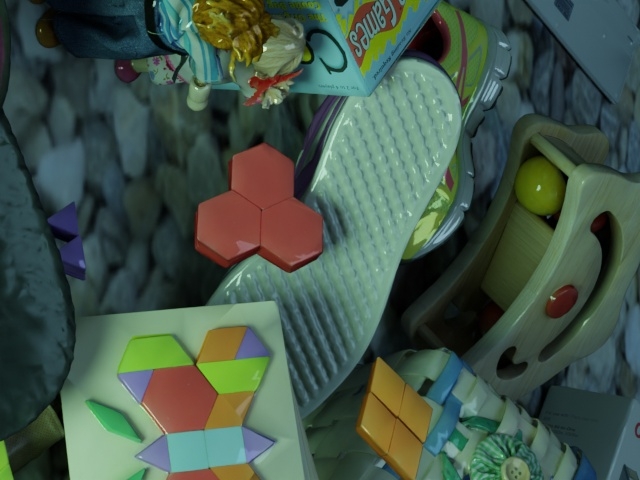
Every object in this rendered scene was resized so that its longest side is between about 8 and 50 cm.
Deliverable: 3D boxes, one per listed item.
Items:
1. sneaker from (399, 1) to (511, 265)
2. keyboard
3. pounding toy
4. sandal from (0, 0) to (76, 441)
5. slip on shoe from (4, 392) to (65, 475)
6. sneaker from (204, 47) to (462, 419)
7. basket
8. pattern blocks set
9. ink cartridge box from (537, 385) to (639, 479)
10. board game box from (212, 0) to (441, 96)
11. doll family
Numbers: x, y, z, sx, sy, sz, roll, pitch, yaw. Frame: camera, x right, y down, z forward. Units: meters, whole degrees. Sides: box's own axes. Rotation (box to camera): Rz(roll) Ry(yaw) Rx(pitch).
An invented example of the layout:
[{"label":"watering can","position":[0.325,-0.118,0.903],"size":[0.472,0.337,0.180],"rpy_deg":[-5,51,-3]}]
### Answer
[{"label":"sneaker","position":[0.064,-0.081,1.293],"size":[0.094,0.081,0.208],"rpy_deg":[36,62,-40]},{"label":"keyboard","position":[0.202,-0.204,1.496],"size":[0.256,0.014,0.072],"rpy_deg":[39,70,-47]},{"label":"pounding toy","position":[0.129,0.016,1.352],"size":[0.154,0.155,0.269],"rpy_deg":[-14,134,-34]},{"label":"sandal","position":[-0.211,-0.104,0.888],"size":[0.167,0.107,0.446],"rpy_deg":[-40,118,-41]},{"label":"slip on shoe","position":[-0.167,0.104,1.045],"size":[0.135,0.041,0.051],"rpy_deg":[-44,128,-39]},{"label":"sneaker","position":[0.001,0.000,1.198],"size":[0.102,0.161,0.282],"rpy_deg":[33,98,-11]},{"label":"basket","position":[0.086,0.239,1.246],"size":[0.289,0.201,0.255],"rpy_deg":[52,53,-24]},{"label":"pattern blocks set","position":[-0.071,0.121,1.029],"size":[0.285,0.026,0.325],"rpy_deg":[-20,79,-20]},{"label":"ink cartridge box","position":[0.226,0.250,1.528],"size":[0.154,0.093,0.212],"rpy_deg":[45,59,-45]},{"label":"board game box","position":[-0.041,-0.237,1.072],"size":[0.142,0.144,0.275],"rpy_deg":[-54,134,-33]},{"label":"doll family","position":[-0.103,-0.150,0.989],"size":[0.118,0.163,0.263],"rpy_deg":[-52,133,-33]}]
